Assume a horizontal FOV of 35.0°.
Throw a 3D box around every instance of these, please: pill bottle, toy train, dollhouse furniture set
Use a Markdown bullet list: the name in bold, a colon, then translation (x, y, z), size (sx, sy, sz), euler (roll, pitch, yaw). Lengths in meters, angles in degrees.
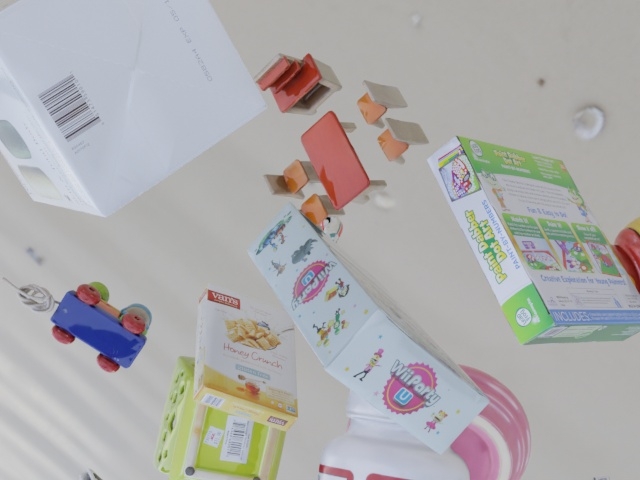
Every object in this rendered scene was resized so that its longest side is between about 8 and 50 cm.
- **pill bottle**: translation (0.099, 0.427, 1.514), size (0.228, 0.408, 0.229), euler (9, 169, 2)
- **toy train**: translation (-0.398, 0.104, 1.701), size (0.248, 0.143, 0.105), euler (33, 105, -6)
- **dollhouse furniture set**: translation (0.002, -0.175, 1.673), size (0.262, 0.135, 0.259), euler (-40, 65, 30)

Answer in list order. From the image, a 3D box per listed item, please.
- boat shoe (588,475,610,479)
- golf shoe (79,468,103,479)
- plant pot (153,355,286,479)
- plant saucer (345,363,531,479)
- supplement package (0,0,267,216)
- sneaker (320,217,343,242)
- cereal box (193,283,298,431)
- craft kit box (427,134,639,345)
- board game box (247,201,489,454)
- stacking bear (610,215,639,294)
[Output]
- **boat shoe**: translation (0.441, 0.457, 1.643), size (0.084, 0.095, 0.258), euler (-12, 134, 13)
- **golf shoe**: translation (-0.471, 0.546, 1.937), size (0.105, 0.273, 0.120), euler (-26, 100, 15)
- **plant pot**: translation (-0.175, 0.354, 1.898), size (0.227, 0.228, 0.207), euler (13, 177, -13)
- **plant saucer**: translation (0.209, 0.376, 1.799), size (0.332, 0.084, 0.332), euler (1, 115, 3)
- **supplement package**: translation (-0.227, -0.163, 1.014), size (0.262, 0.198, 0.199), euler (11, 134, 61)
- **sneaker**: translation (0.000, 0.000, 2.030), size (0.057, 0.161, 0.075), euler (-3, 139, 24)
- **cereal box**: translation (-0.124, 0.191, 1.698), size (0.173, 0.240, 0.047), euler (21, 127, -22)
- **craft kit box**: translation (0.262, 0.003, 1.194), size (0.061, 0.249, 0.247), euler (-37, 63, 34)
- **board game box**: translation (0.051, 0.103, 1.280), size (0.224, 0.097, 0.303), euler (40, -176, -32)
- **stacking bear**: translation (0.506, 0.029, 1.510), size (0.164, 0.288, 0.176), euler (-120, 12, -68)
